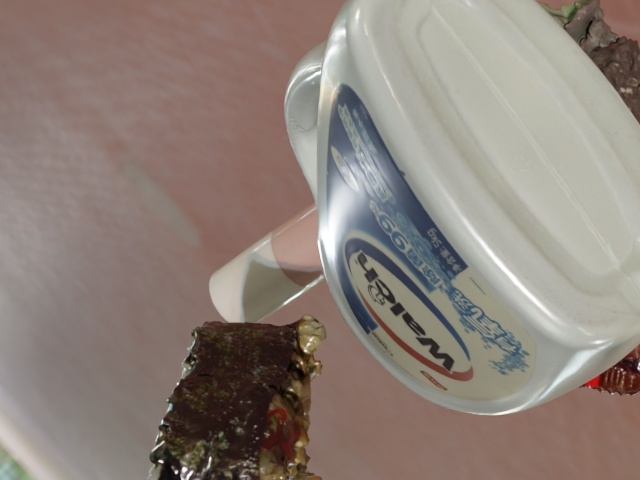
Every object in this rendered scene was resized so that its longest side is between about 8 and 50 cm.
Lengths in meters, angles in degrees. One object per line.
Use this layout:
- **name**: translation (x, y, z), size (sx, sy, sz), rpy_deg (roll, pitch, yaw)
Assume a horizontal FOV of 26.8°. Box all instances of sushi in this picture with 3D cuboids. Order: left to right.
- **sushi**: translation (-0.061, 0.159, 1.043), size (0.115, 0.212, 0.147), rpy_deg (9, 117, 4)

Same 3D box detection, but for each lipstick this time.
- **lipstick**: translation (0.000, 0.000, 1.300), size (0.254, 0.070, 0.070), rpy_deg (-34, 102, 32)

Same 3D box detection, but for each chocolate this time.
- **chocolate**: translation (0.307, 0.071, 1.385), size (0.086, 0.182, 0.028), rpy_deg (4, 162, 24)

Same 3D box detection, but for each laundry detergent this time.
- **laundry detergent**: translation (0.057, -0.012, 0.685), size (0.215, 0.105, 0.280), rpy_deg (54, 164, 3)

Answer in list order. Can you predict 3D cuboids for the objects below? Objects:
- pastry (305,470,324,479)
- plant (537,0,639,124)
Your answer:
- **pastry**: translation (-0.078, 0.453, 1.676), size (0.313, 0.388, 0.388), rpy_deg (-27, 108, 41)
- **plant**: translation (0.300, -0.186, 1.534), size (0.142, 0.131, 0.203), rpy_deg (-5, 114, 61)
